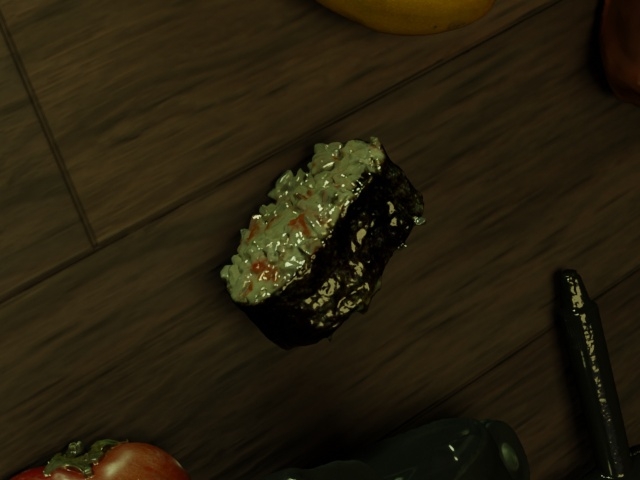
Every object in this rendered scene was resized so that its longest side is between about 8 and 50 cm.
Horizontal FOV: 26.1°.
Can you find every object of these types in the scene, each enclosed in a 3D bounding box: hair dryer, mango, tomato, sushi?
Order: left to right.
[{"bbox_3d":[-0.135,0.206,0.900,0.159,0.091,0.139,-12,107,-33],"label":"tomato"},{"bbox_3d":[0.000,0.000,0.948,0.150,0.090,0.078,-52,126,-16],"label":"sushi"},{"bbox_3d":[0.046,-0.191,0.947,0.190,0.075,0.098,9,79,-30],"label":"mango"},{"bbox_3d":[0.223,0.147,1.141,0.114,0.070,0.248,-24,108,-27],"label":"hair dryer"}]

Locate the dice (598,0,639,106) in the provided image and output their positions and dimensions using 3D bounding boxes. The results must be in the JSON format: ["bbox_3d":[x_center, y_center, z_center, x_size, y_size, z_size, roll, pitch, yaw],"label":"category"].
[{"bbox_3d":[0.339,-0.170,1.084,0.179,0.175,0.174,17,90,-38],"label":"dice"}]

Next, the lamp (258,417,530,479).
[{"bbox_3d":[0.067,0.264,0.899,0.374,0.205,0.272,-5,71,-56],"label":"lamp"}]
